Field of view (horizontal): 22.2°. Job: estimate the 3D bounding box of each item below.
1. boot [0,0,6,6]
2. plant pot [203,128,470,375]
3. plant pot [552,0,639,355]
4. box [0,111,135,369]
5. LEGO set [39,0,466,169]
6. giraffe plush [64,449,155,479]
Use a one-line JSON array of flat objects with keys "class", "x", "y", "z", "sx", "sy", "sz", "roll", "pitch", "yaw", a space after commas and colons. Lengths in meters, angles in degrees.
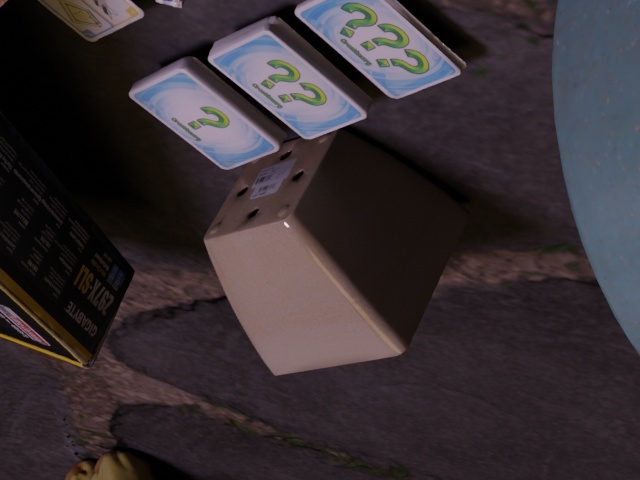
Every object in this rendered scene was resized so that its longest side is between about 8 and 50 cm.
[{"class": "boot", "x": -0.193, "y": -0.150, "z": 0.702, "sx": 0.152, "sy": 0.073, "sz": 0.197, "roll": 31, "pitch": 175, "yaw": -19}, {"class": "plant pot", "x": 0.000, "y": 0.000, "z": 0.924, "sx": 0.109, "sy": 0.109, "sz": 0.096, "roll": -14, "pitch": 129, "yaw": 45}, {"class": "plant pot", "x": 0.262, "y": -0.061, "z": 0.445, "sx": 0.341, "sy": 0.341, "sz": 0.334, "roll": 30, "pitch": 158, "yaw": -26}, {"class": "box", "x": -0.276, "y": -0.047, "z": 0.925, "sx": 0.257, "sy": 0.079, "sz": 0.322, "roll": 20, "pitch": 163, "yaw": 19}, {"class": "LEGO set", "x": -0.075, "y": -0.114, "z": 0.789, "sx": 0.182, "sy": 0.060, "sz": 0.244, "roll": -17, "pitch": 134, "yaw": 43}, {"class": "giraffe plush", "x": -0.140, "y": 0.297, "z": 1.505, "sx": 0.170, "sy": 0.181, "sz": 0.210, "roll": 18, "pitch": 173, "yaw": -30}]
